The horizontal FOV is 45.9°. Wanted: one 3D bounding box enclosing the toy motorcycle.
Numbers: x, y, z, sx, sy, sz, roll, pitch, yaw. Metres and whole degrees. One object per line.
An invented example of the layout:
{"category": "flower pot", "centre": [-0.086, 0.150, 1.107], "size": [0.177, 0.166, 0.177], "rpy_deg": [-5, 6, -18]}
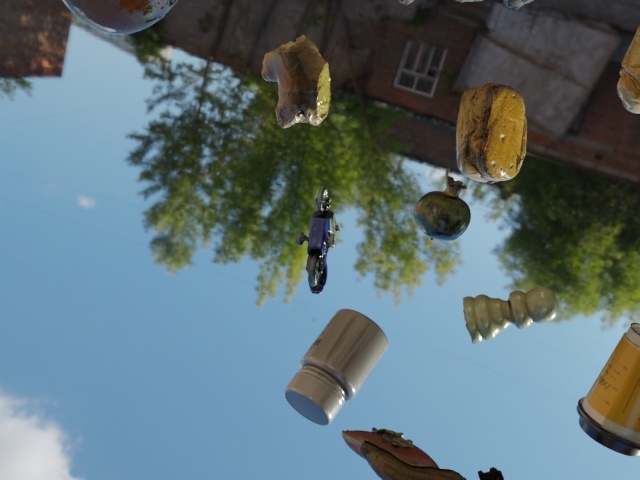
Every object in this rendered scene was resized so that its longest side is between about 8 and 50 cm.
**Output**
{"category": "toy motorcycle", "centre": [0.000, 0.000, 2.268], "size": [0.113, 0.315, 0.169], "rpy_deg": [5, 166, 10]}

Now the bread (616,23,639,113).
{"category": "bread", "centre": [0.760, -0.420, 1.649], "size": [0.121, 0.311, 0.173], "rpy_deg": [23, 176, 39]}

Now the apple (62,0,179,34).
{"category": "apple", "centre": [-0.359, -0.499, 1.340], "size": [0.246, 0.246, 0.226], "rpy_deg": [38, 170, 51]}

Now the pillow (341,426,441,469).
{"category": "pillow", "centre": [0.156, 0.457, 1.640], "size": [0.172, 0.075, 0.179], "rpy_deg": [20, 177, -33]}

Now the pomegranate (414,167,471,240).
{"category": "pomegranate", "centre": [0.265, -0.072, 1.596], "size": [0.122, 0.161, 0.122], "rpy_deg": [16, -169, -3]}

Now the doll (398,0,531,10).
{"category": "doll", "centre": [0.308, -0.518, 1.562], "size": [0.286, 0.091, 0.202], "rpy_deg": [-2, -165, 2]}

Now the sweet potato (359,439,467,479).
{"category": "sweet potato", "centre": [0.181, 0.457, 1.460], "size": [0.233, 0.062, 0.081], "rpy_deg": [22, -163, -6]}

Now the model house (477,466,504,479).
{"category": "model house", "centre": [0.395, 0.614, 1.635], "size": [0.212, 0.243, 0.204], "rpy_deg": [-16, -157, 8]}

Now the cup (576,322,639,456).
{"category": "cup", "centre": [0.725, 0.342, 1.748], "size": [0.197, 0.279, 0.196], "rpy_deg": [16, -165, -5]}

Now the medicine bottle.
{"category": "medicine bottle", "centre": [0.048, 0.405, 2.416], "size": [0.208, 0.208, 0.339], "rpy_deg": [24, -122, 26]}

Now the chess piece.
{"category": "chess piece", "centre": [0.515, 0.191, 2.030], "size": [0.243, 0.133, 0.133], "rpy_deg": [-14, -170, 15]}

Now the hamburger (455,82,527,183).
{"category": "hamburger", "centre": [0.528, -0.339, 2.362], "size": [0.174, 0.304, 0.284], "rpy_deg": [2, 176, 34]}

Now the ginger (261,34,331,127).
{"category": "ginger", "centre": [-0.075, -0.466, 2.227], "size": [0.222, 0.275, 0.130], "rpy_deg": [15, -170, 10]}
